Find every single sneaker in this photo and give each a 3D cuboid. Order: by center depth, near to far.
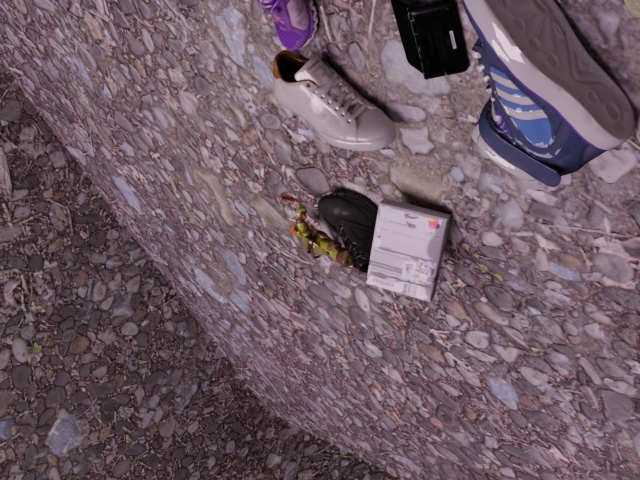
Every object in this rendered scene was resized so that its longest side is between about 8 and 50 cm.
[{"bbox_3d":[0.261,-0.215,1.017,0.323,0.130,0.236,43,151,-12],"label":"sneaker"},{"bbox_3d":[-0.067,-0.417,1.218,0.095,0.104,0.236,33,153,18],"label":"sneaker"},{"bbox_3d":[0.014,-0.267,1.323,0.290,0.106,0.123,32,154,26],"label":"sneaker"},{"bbox_3d":[0.097,-0.003,1.576,0.286,0.130,0.109,35,155,21],"label":"sneaker"}]

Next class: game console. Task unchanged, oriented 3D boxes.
[{"bbox_3d":[0.172,-0.326,1.117,0.107,0.071,0.122,-7,132,21],"label":"game console"}]

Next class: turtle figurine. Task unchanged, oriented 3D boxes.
[{"bbox_3d":[0.000,0.000,1.712,0.217,0.087,0.269,30,166,34],"label":"turtle figurine"}]

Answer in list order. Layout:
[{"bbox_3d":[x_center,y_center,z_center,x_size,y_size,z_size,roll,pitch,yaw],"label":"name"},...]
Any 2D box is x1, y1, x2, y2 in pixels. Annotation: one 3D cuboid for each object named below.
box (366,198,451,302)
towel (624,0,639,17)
[{"bbox_3d":[0.178,0.020,1.455,0.145,0.038,0.186,15,115,18],"label":"box"},{"bbox_3d":[0.384,-0.322,0.800,0.110,0.027,0.148,9,137,49],"label":"towel"}]
